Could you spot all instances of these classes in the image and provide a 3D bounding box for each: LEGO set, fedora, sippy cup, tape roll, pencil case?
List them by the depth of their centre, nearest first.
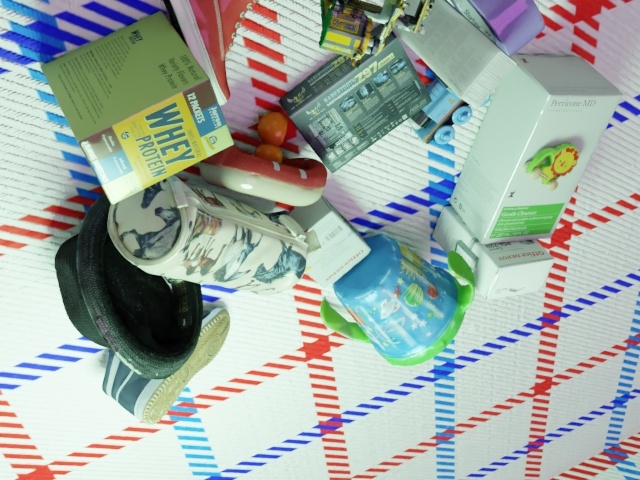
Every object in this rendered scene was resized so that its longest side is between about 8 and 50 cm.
[{"bbox_3d":[0.127,-0.417,1.448,0.192,0.255,0.331,14,113,-11],"label":"LEGO set"},{"bbox_3d":[0.284,-0.400,1.627,0.080,0.189,0.189,-40,140,6],"label":"tape roll"},{"bbox_3d":[-0.177,-0.009,1.662,0.183,0.160,0.410,-34,155,20],"label":"pencil case"},{"bbox_3d":[-0.346,0.085,1.668,0.152,0.334,0.334,-13,149,27],"label":"fedora"},{"bbox_3d":[0.150,0.109,2.029,0.305,0.240,0.224,-46,126,2],"label":"sippy cup"}]

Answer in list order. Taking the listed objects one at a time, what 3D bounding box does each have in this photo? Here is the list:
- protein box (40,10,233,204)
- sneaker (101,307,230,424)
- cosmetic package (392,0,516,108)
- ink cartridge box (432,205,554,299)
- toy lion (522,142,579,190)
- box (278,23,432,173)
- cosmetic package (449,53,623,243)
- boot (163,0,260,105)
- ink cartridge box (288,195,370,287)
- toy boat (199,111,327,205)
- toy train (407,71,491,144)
[{"bbox_3d":[-0.270,-0.199,1.436,0.201,0.200,0.136,-28,140,-9],"label":"protein box"},{"bbox_3d":[-0.311,0.221,1.926,0.282,0.153,0.099,-51,146,-30],"label":"sneaker"},{"bbox_3d":[0.214,-0.327,1.612,0.099,0.239,0.060,-48,139,16],"label":"cosmetic package"},{"bbox_3d":[0.367,0.017,2.078,0.159,0.218,0.092,-8,133,-29],"label":"ink cartridge box"},{"bbox_3d":[0.453,-0.150,1.882,0.100,0.034,0.096,25,109,-42],"label":"toy lion"},{"bbox_3d":[0.065,-0.249,1.729,0.233,0.059,0.183,-37,141,4],"label":"box"},{"bbox_3d":[0.426,-0.183,1.972,0.197,0.155,0.365,-5,133,-26],"label":"cosmetic package"},{"bbox_3d":[-0.133,-0.331,1.493,0.176,0.088,0.244,-27,136,-12],"label":"boot"},{"bbox_3d":[0.000,0.000,1.922,0.127,0.072,0.175,-40,140,6],"label":"ink cartridge box"},{"bbox_3d":[-0.088,-0.148,1.686,0.231,0.151,0.151,13,92,-42],"label":"toy boat"},{"bbox_3d":[0.237,-0.263,1.824,0.105,0.080,0.184,30,112,-38],"label":"toy train"}]
